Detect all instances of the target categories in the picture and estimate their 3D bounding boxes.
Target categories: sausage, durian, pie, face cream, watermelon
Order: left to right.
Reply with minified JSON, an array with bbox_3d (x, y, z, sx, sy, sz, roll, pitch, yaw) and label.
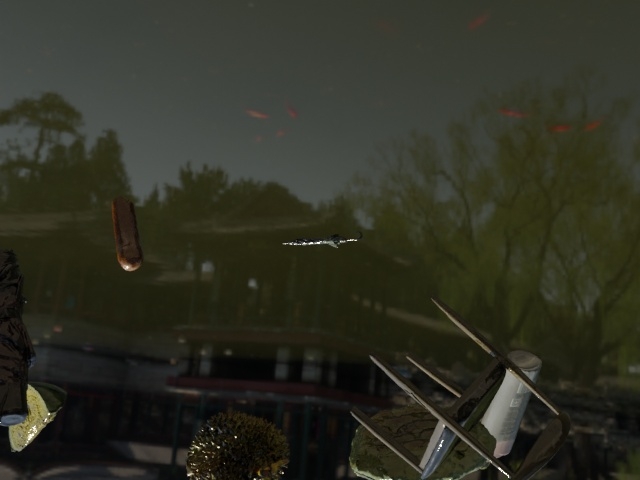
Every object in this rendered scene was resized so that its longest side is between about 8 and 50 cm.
[{"bbox_3d":[-0.688,0.413,1.875,0.123,0.129,0.301,22,137,-24],"label":"watermelon"},{"bbox_3d":[-0.597,-0.012,2.404,0.076,0.302,0.103,-10,137,-13],"label":"sausage"},{"bbox_3d":[-0.206,0.561,1.983,0.258,0.258,0.293,14,136,-32],"label":"durian"},{"bbox_3d":[0.192,0.400,1.541,0.306,0.071,0.306,-11,-171,2],"label":"pie"},{"bbox_3d":[0.429,0.382,1.788,0.107,0.269,0.073,-5,-149,-27],"label":"face cream"}]

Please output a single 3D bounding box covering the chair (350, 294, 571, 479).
[{"bbox_3d":[0.205,0.249,1.131,0.272,0.188,0.166,37,140,22],"label":"chair"}]

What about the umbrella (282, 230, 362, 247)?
[{"bbox_3d":[0.000,0.005,2.257,0.269,0.044,0.044,-7,154,29],"label":"umbrella"}]

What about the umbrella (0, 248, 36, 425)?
[{"bbox_3d":[-0.531,0.154,1.307,0.090,0.326,0.094,3,143,-33],"label":"umbrella"}]
